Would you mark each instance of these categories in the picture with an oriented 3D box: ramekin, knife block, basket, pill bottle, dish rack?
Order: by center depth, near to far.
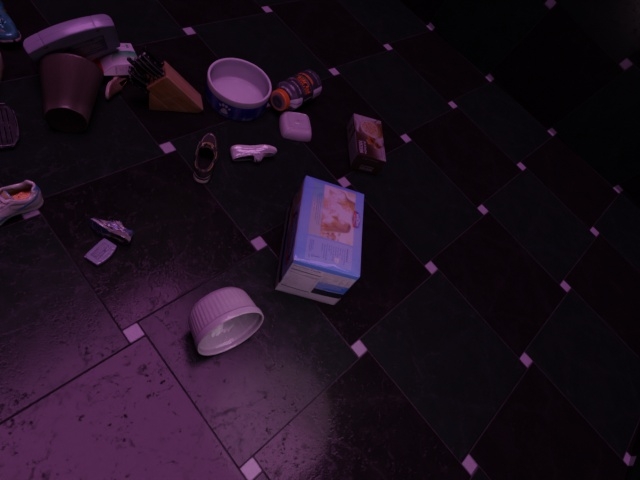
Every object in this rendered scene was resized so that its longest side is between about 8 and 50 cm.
[{"bbox_3d":[-0.278,0.226,1.253,0.207,0.207,0.109,-18,59,-31],"label":"ramekin"},{"bbox_3d":[-1.100,-0.361,1.347,0.271,0.074,0.208,-14,67,-29],"label":"dish rack"},{"bbox_3d":[-0.861,-0.498,1.490,0.204,0.154,0.227,1,63,-21],"label":"basket"},{"bbox_3d":[-0.566,-0.595,1.613,0.275,0.242,0.088,-2,62,-24],"label":"knife block"},{"bbox_3d":[-0.111,-0.647,1.902,0.130,0.130,0.245,41,50,5],"label":"pill bottle"}]

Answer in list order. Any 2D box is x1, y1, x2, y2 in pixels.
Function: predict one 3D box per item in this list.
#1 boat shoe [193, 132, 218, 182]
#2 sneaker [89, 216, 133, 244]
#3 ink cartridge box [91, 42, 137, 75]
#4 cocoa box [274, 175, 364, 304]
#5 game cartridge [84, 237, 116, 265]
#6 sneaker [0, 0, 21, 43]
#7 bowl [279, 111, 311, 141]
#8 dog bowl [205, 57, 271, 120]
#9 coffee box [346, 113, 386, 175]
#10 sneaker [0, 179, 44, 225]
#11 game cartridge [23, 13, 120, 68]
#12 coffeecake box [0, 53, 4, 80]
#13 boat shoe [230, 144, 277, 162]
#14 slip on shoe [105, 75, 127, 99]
[{"bbox_3d":[-0.418,-0.319,1.611,0.081,0.069,0.228,11,56,-17],"label":"boat shoe"},{"bbox_3d":[-0.649,-0.038,1.357,0.135,0.052,0.058,30,43,-12],"label":"sneaker"},{"bbox_3d":[-0.818,-0.691,1.661,0.224,0.056,0.181,-12,51,-29],"label":"ink cartridge box"},{"bbox_3d":[0.000,0.000,1.490,0.231,0.228,0.348,16,55,-14],"label":"cocoa box"},{"bbox_3d":[-0.663,0.036,1.320,0.055,0.017,0.083,32,53,3],"label":"game cartridge"},{"bbox_3d":[-1.182,-0.821,1.576,0.107,0.110,0.275,-27,74,-34],"label":"sneaker"},{"bbox_3d":[-0.103,-0.495,1.866,0.141,0.053,0.142,3,60,-20],"label":"bowl"},{"bbox_3d":[-0.342,-0.628,1.815,0.264,0.104,0.265,11,56,-16],"label":"dog bowl"},{"bbox_3d":[0.197,-0.423,1.918,0.141,0.098,0.247,11,56,-17],"label":"coffee box"},{"bbox_3d":[-0.922,-0.100,1.247,0.087,0.092,0.228,44,55,6],"label":"sneaker"},{"bbox_3d":[-0.866,-0.693,1.533,0.297,0.198,0.062,-29,89,-17],"label":"game cartridge"},{"bbox_3d":[-1.178,-0.569,1.446,0.185,0.068,0.143,2,58,-23],"label":"coffeecake box"},{"bbox_3d":[-0.257,-0.334,1.696,0.184,0.066,0.063,-2,75,-27],"label":"boat shoe"},{"bbox_3d":[-0.768,-0.576,1.638,0.041,0.051,0.136,15,47,-12],"label":"slip on shoe"}]
